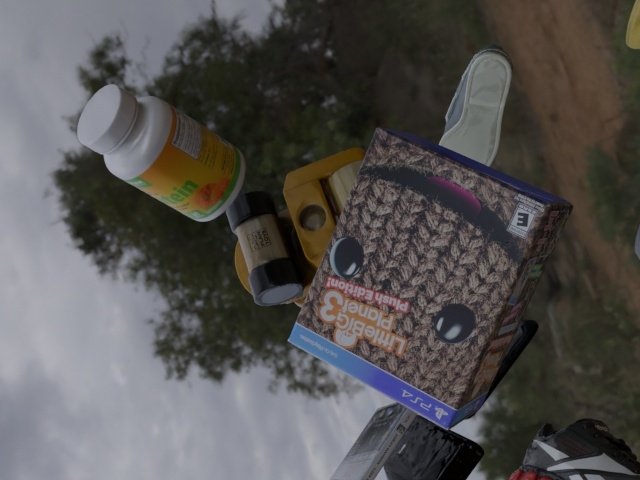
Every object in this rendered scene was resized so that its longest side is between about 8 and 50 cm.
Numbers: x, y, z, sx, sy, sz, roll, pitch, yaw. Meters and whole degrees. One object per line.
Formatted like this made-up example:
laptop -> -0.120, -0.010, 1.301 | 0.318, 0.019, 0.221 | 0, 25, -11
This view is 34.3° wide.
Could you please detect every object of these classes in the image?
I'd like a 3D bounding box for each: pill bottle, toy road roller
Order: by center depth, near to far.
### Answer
pill bottle -> -0.246, -0.137, 1.598 | 0.246, 0.136, 0.136 | 31, -149, -40
toy road roller -> 0.000, 0.000, 1.916 | 0.240, 0.330, 0.202 | 54, -166, -66

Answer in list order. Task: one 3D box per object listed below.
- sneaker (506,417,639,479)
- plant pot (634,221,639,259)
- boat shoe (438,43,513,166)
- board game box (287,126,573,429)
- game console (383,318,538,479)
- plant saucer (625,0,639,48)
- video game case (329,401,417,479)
sneaker -> 0.348, 0.285, 1.256 | 0.098, 0.135, 0.276 | 34, 161, -29
plant pot -> 0.632, 0.017, 1.722 | 0.187, 0.188, 0.167 | 61, 167, 13
boat shoe -> 0.314, -0.250, 2.105 | 0.099, 0.116, 0.319 | -76, 0, -55
board game box -> 0.134, 0.040, 1.270 | 0.232, 0.291, 0.141 | 26, -168, 21
game console -> 0.237, 0.270, 1.666 | 0.044, 0.361, 0.213 | 40, 171, -15
plant saucer -> 0.678, -0.484, 1.712 | 0.081, 0.333, 0.332 | 28, -101, -41
video game case -> 0.072, 0.312, 1.525 | 0.022, 0.173, 0.190 | 37, 161, -2
